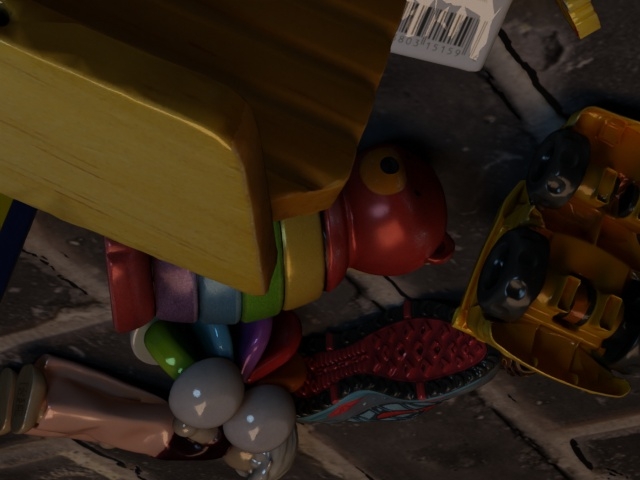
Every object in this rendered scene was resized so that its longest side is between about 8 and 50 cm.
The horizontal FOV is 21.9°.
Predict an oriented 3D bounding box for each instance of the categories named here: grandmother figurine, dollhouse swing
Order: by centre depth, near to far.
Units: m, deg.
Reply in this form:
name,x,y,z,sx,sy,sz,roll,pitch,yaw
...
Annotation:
name,x,y,z,sx,sy,sz,roll,pitch,yaw
dollhouse swing,-0.066,-0.232,0.767,0.315,0.347,0.305,23,144,-6
grandmother figurine,-0.174,0.203,1.815,0.342,0.104,0.208,15,174,-28

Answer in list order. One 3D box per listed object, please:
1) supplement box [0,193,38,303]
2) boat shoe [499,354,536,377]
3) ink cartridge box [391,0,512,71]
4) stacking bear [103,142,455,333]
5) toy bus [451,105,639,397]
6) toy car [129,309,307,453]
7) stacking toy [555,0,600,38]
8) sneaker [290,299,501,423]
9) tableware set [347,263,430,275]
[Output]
name,x,y,z,sx,sy,sz,roll,pitch,yaw
supplement box,-0.385,-0.083,1.141,0.194,0.195,0.356,-12,139,39
boat shoe,0.195,0.107,1.677,0.178,0.060,0.064,-25,142,36
ink cartridge box,0.020,-0.248,1.076,0.275,0.060,0.239,11,123,-18
stacking bear,-0.036,-0.015,1.382,0.289,0.175,0.164,-6,139,-7
toy bus,0.207,0.009,1.419,0.149,0.220,0.211,24,175,-14
toy car,-0.086,0.109,1.625,0.182,0.159,0.136,31,103,-41
stacking toy,0.200,-0.238,1.039,0.167,0.052,0.221,-30,143,6
sneaker,0.084,0.130,1.704,0.262,0.104,0.125,-13,158,36
tableware set,0.000,0.000,1.514,0.194,0.039,0.128,13,147,-21
